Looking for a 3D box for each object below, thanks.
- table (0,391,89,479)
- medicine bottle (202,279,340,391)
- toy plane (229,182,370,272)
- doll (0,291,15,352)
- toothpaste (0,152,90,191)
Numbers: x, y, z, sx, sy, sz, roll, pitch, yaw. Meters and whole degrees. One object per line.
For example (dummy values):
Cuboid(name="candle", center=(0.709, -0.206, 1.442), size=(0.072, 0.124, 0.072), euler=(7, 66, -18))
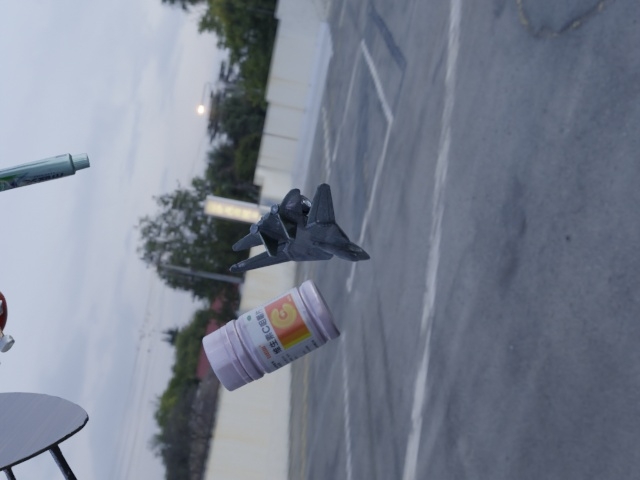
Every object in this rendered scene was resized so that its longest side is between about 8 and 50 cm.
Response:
Cuboid(name="table", center=(-0.570, 0.468, 1.556), size=(0.317, 0.318, 0.248), euler=(-91, -7, -70))
Cuboid(name="medicine bottle", center=(-0.097, 0.189, 1.620), size=(0.133, 0.250, 0.133), euler=(63, -178, -4))
Cuboid(name="toy plane", center=(-0.005, -0.009, 1.296), size=(0.212, 0.267, 0.088), euler=(-42, 62, 24))
Cuboid(name="doll", center=(-0.805, 0.196, 1.985), size=(0.183, 0.085, 0.217), euler=(-48, 51, 35))
Cuboid(name="toothpaste", center=(-0.636, -0.134, 1.710), size=(0.074, 0.297, 0.048), euler=(101, 152, -67))
